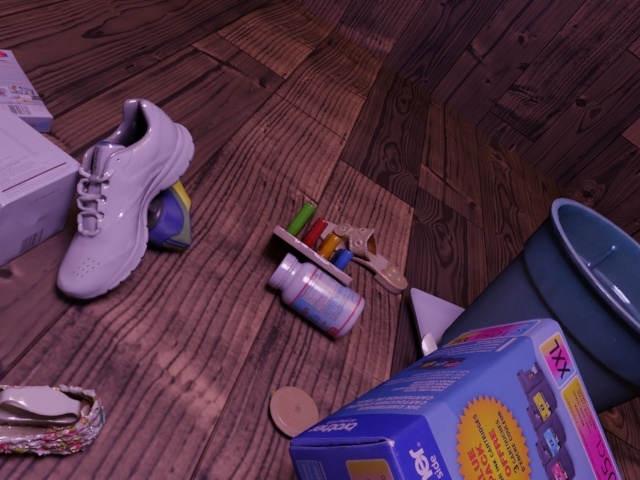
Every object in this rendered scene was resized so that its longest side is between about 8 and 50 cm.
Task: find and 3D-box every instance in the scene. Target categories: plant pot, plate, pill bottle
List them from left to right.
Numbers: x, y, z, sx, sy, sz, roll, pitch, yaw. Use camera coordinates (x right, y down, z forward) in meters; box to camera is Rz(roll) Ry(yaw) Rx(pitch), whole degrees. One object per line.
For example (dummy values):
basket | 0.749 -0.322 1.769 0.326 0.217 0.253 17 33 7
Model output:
pill bottle | -0.009 0.093 0.894 0.160 0.087 0.087 35 35 -3
plate | 0.299 0.249 1.027 0.278 0.045 0.277 23 37 -20
plant pot | 0.412 0.164 0.892 0.341 0.334 0.341 24 36 -19

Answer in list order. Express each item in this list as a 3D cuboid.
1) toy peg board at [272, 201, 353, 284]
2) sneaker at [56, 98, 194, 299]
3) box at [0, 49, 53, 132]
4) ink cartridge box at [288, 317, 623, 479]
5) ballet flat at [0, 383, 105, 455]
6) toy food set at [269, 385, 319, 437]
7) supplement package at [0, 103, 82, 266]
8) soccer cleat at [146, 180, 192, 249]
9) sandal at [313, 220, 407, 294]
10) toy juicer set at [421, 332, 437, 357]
toy peg board | 0.000 0.000 0.947 0.161 0.079 0.161 35 -2 -3
sneaker | -0.289 -0.064 0.708 0.111 0.129 0.296 13 72 19
box | -0.557 -0.253 0.850 0.145 0.038 0.186 -15 61 -50
ink cartridge box | 0.146 0.270 0.520 0.396 0.151 0.269 -16 83 -41
ballet flat | -0.341 0.170 0.521 0.241 0.077 0.091 11 44 -32
toy food set | -0.037 0.250 0.748 0.083 0.020 0.082 19 38 -24
supplement package | -0.467 -0.101 0.670 0.244 0.133 0.139 38 35 -1
soccer cleat | -0.282 -0.096 0.892 0.121 0.093 0.289 40 21 -46
sandal | 0.103 0.010 1.096 0.240 0.079 0.088 39 34 3
toy juicer set | 0.180 0.295 0.759 0.209 0.090 0.329 58 37 -3
